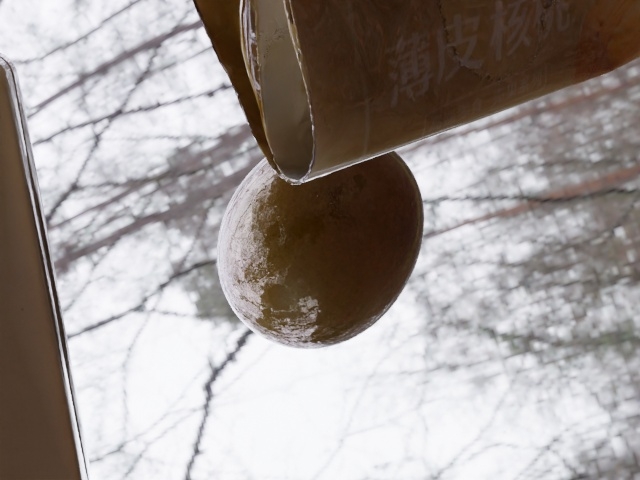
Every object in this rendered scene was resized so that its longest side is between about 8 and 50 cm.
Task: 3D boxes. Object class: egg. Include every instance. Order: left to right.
[{"bbox_3d":[0.000,0.000,1.699,0.283,0.351,0.282,22,-138,-20],"label":"egg"}]

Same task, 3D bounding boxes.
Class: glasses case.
[{"bbox_3d":[-0.256,0.043,0.824,0.076,0.144,0.336,-123,26,-75],"label":"glasses case"}]

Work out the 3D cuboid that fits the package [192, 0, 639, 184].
[{"bbox_3d":[0.090,-0.189,0.608,0.311,0.165,0.221,-21,-98,-29],"label":"package"}]
